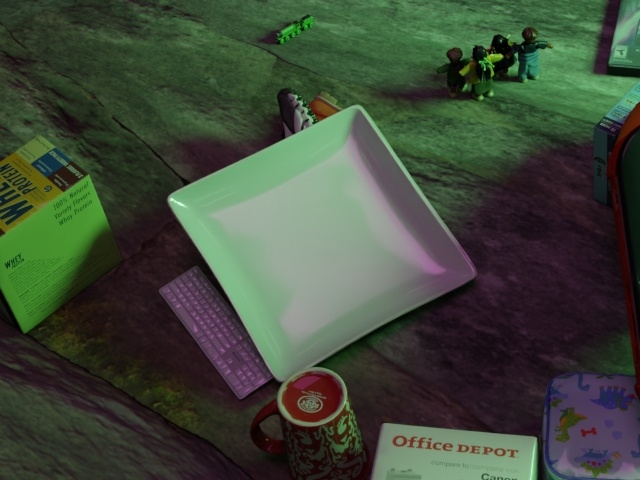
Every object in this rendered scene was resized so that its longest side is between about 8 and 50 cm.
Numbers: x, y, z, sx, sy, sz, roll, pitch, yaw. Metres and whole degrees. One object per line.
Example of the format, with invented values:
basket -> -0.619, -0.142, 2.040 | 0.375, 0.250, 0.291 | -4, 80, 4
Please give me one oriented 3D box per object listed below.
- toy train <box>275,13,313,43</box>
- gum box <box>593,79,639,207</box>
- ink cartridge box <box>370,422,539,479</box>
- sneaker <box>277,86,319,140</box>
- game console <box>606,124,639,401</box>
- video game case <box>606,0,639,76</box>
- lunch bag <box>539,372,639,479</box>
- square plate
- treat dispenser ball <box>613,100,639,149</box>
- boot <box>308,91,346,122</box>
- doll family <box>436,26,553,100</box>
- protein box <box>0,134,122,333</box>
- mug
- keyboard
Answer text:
toy train -> -0.048, -0.387, 2.296 | 0.083, 0.023, 0.017 | -33, 52, -18
gum box -> 0.484, -0.164, 1.915 | 0.041, 0.157, 0.184 | 30, 61, 32
ink cartridge box -> 0.152, 0.375, 1.534 | 0.207, 0.117, 0.283 | 3, 50, 13
sneaker -> -0.035, -0.141, 2.023 | 0.106, 0.078, 0.234 | -29, 67, 4
game console -> 0.539, 0.031, 1.570 | 0.342, 0.060, 0.386 | -6, 87, -8
video game case -> 0.612, -0.378, 2.166 | 0.196, 0.026, 0.274 | 7, 52, 16
lunch bag -> 0.391, 0.262, 1.607 | 0.219, 0.090, 0.176 | 1, 49, 9
square plate -> 0.000, 0.000, 1.878 | 0.347, 0.049, 0.344 | -27, 69, -15
treat dispenser ball -> 0.553, -0.096, 1.756 | 0.288, 0.288, 0.288 | -5, 49, 6
boot -> 0.026, -0.181, 2.087 | 0.084, 0.059, 0.158 | -44, 51, -16
doll family -> 0.293, -0.301, 2.099 | 0.193, 0.111, 0.076 | -25, 50, -12
protein box -> -0.442, -0.009, 1.921 | 0.200, 0.201, 0.136 | -39, 54, -22
mug -> -0.017, 0.254, 1.636 | 0.150, 0.169, 0.113 | -14, 49, -2
keyboard -> -0.153, 0.133, 1.870 | 0.072, 0.014, 0.256 | -30, 51, -15
